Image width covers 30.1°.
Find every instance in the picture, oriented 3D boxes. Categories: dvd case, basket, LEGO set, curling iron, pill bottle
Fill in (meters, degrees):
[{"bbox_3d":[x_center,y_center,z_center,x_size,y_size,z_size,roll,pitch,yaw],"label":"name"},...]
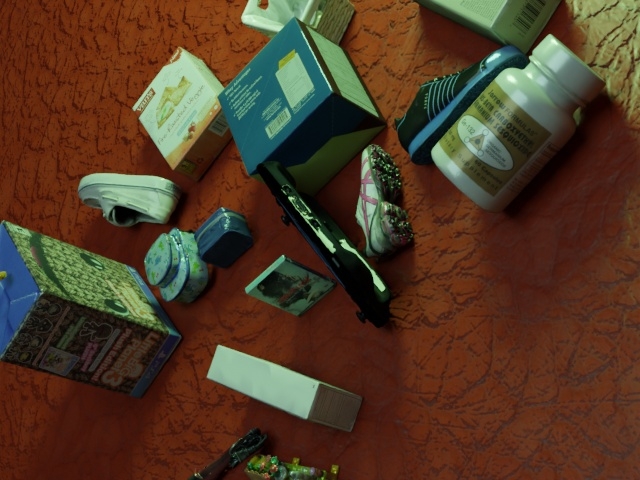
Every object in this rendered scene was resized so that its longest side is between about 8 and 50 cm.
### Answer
[{"bbox_3d":[-0.044,0.071,1.818,0.087,0.119,0.013,-41,47,22],"label":"dvd case"},{"bbox_3d":[-0.037,-0.393,2.051,0.167,0.103,0.113,24,88,47],"label":"basket"},{"bbox_3d":[-0.034,0.367,1.672,0.132,0.107,0.287,-52,44,13],"label":"LEGO set"},{"bbox_3d":[-0.183,0.369,1.857,0.274,0.068,0.035,-39,84,30],"label":"curling iron"},{"bbox_3d":[0.270,-0.160,1.610,0.229,0.131,0.131,-48,44,16],"label":"pill bottle"}]

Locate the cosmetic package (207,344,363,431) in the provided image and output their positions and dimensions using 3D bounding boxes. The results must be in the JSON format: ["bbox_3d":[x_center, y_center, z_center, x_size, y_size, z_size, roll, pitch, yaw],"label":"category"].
[{"bbox_3d":[-0.057,0.220,1.775,0.239,0.099,0.060,14,80,48],"label":"cosmetic package"}]

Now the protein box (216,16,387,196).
[{"bbox_3d":[-0.034,-0.211,1.935,0.200,0.136,0.201,-43,46,22],"label":"protein box"}]

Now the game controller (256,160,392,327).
[{"bbox_3d":[0.000,0.000,1.777,0.067,0.166,0.319,-43,44,3],"label":"game controller"}]

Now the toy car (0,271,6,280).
[{"bbox_3d":[-0.550,0.099,1.950,0.122,0.060,0.040,-30,7,14],"label":"toy car"}]

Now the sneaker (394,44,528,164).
[{"bbox_3d":[0.198,-0.216,1.747,0.232,0.081,0.090,-42,53,24],"label":"sneaker"}]

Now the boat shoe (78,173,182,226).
[{"bbox_3d":[-0.369,-0.067,2.235,0.267,0.096,0.088,4,69,37],"label":"boat shoe"}]

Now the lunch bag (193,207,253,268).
[{"bbox_3d":[-0.167,-0.005,2.017,0.098,0.067,0.065,-42,46,24],"label":"lunch bag"}]

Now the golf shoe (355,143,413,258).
[{"bbox_3d":[0.080,-0.061,1.799,0.086,0.067,0.186,-31,52,33],"label":"golf shoe"}]

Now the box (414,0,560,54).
[{"bbox_3d":[0.225,-0.383,1.793,0.113,0.094,0.275,-56,42,8],"label":"box"}]

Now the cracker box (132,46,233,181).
[{"bbox_3d":[-0.247,-0.237,2.211,0.156,0.067,0.232,-51,43,13],"label":"cracker box"}]

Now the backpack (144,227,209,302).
[{"bbox_3d":[-0.250,0.048,2.057,0.105,0.084,0.114,-48,51,35],"label":"backpack"}]

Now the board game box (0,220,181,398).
[{"bbox_3d":[-0.427,0.121,2.045,0.141,0.291,0.232,-55,43,12],"label":"board game box"}]
